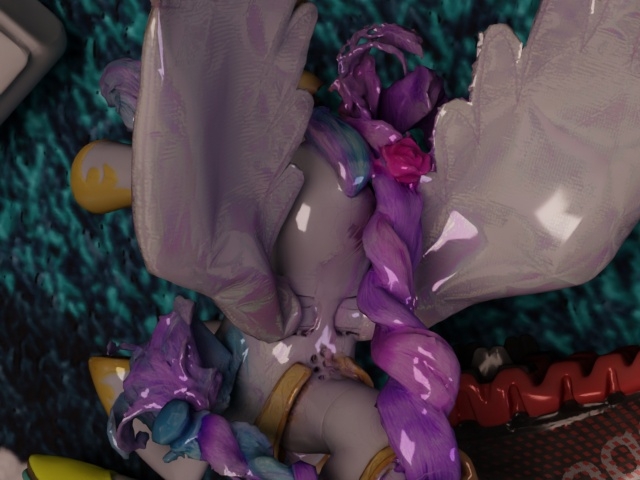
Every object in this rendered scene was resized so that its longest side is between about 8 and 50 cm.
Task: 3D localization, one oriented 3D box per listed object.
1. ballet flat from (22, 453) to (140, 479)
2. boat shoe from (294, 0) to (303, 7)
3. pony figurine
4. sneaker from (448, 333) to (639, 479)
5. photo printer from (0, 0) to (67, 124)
[{"bbox_3d":[-0.085,0.203,1.012,0.077,0.077,0.231,-41,80,0],"label":"ballet flat"},{"bbox_3d":[-0.024,-0.225,0.968,0.064,0.060,0.178,12,96,22],"label":"boat shoe"},{"bbox_3d":[0.000,0.000,0.824,0.363,0.302,0.351,30,115,56],"label":"pony figurine"},{"bbox_3d":[0.179,0.111,0.877,0.276,0.097,0.135,-9,88,25],"label":"sneaker"},{"bbox_3d":[-0.352,-0.101,1.046,0.256,0.107,0.307,42,109,-11],"label":"photo printer"}]
